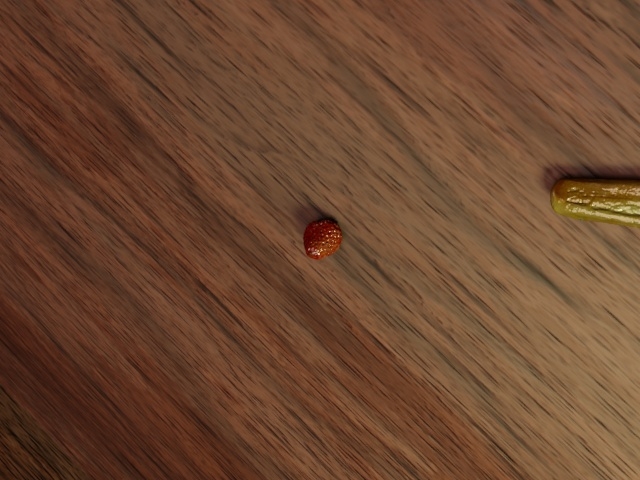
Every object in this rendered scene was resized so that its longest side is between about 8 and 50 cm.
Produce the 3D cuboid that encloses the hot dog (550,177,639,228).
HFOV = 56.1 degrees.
[{"bbox_3d":[0.424,-0.048,0.810,0.216,0.047,0.066,4,78,28],"label":"hot dog"}]

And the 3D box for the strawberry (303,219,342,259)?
[{"bbox_3d":[0.000,0.000,1.062,0.073,0.083,0.073,8,114,17],"label":"strawberry"}]
